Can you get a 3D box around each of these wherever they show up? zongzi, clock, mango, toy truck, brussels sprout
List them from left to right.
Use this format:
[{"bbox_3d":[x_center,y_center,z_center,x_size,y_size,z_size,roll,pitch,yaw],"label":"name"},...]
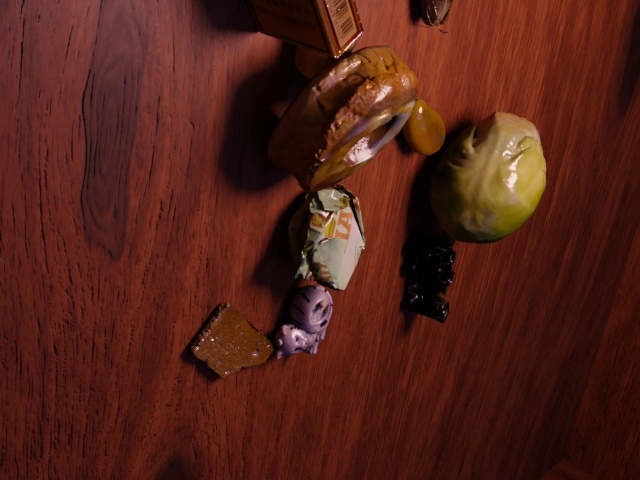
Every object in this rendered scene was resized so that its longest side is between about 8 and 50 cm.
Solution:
[{"bbox_3d":[-0.044,0.181,2.013,0.117,0.080,0.176,-6,119,-50],"label":"clock"},{"bbox_3d":[0.214,-0.540,1.888,0.184,0.084,0.187,-4,120,-36],"label":"zongzi"},{"bbox_3d":[0.237,-0.267,2.090,0.103,0.076,0.161,-50,140,-11],"label":"mango"},{"bbox_3d":[0.297,0.091,2.368,0.127,0.127,0.257,-45,145,-48],"label":"toy truck"},{"bbox_3d":[0.406,-0.155,2.230,0.268,0.344,0.344,19,98,-20],"label":"brussels sprout"}]

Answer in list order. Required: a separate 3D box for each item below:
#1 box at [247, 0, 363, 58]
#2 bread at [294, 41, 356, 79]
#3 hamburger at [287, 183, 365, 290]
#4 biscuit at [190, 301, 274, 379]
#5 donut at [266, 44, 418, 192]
[{"bbox_3d":[-0.058,-0.457,1.473,0.084,0.193,0.301,-49,143,-21],"label":"box"},{"bbox_3d":[0.003,-0.361,1.721,0.125,0.082,0.106,-17,140,-60],"label":"bread"},{"bbox_3d":[-0.001,0.003,1.917,0.235,0.125,0.214,-51,138,-24],"label":"hamburger"},{"bbox_3d":[-0.186,0.229,1.906,0.131,0.026,0.237,-53,145,-12],"label":"biscuit"},{"bbox_3d":[0.056,-0.233,1.732,0.330,0.160,0.330,-43,162,-18],"label":"donut"}]
